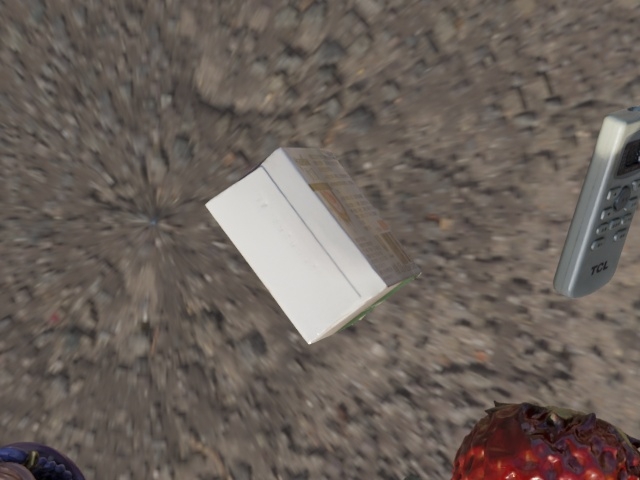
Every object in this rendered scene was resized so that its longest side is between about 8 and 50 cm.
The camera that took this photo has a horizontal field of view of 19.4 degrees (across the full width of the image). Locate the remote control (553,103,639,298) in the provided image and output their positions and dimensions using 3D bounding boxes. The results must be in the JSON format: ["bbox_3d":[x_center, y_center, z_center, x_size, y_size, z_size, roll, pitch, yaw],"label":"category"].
[{"bbox_3d":[0.268,-0.035,1.738,0.029,0.087,0.190,30,118,30],"label":"remote control"}]

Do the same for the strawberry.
[{"bbox_3d":[0.212,0.285,1.841,0.205,0.205,0.244,18,83,-5],"label":"strawberry"}]

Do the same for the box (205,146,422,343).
[{"bbox_3d":[0.000,0.000,1.474,0.081,0.199,0.135,-38,84,8],"label":"box"}]

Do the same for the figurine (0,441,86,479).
[{"bbox_3d":[-0.204,0.216,1.323,0.114,0.157,0.126,-4,109,-20],"label":"figurine"}]

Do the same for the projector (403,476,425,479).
[{"bbox_3d":[0.094,0.271,1.660,0.083,0.083,0.082,15,54,33],"label":"projector"}]
